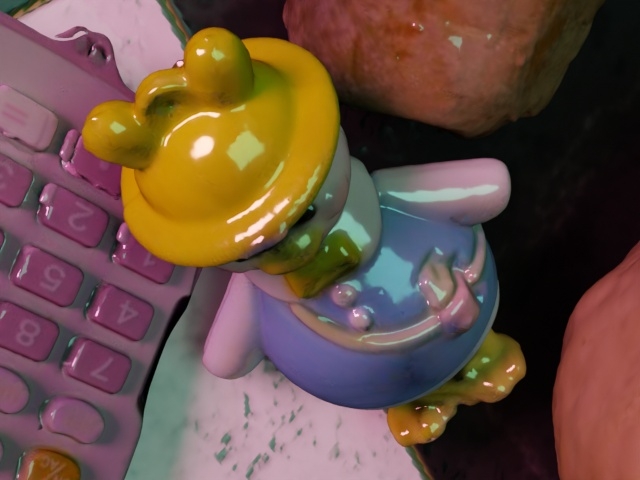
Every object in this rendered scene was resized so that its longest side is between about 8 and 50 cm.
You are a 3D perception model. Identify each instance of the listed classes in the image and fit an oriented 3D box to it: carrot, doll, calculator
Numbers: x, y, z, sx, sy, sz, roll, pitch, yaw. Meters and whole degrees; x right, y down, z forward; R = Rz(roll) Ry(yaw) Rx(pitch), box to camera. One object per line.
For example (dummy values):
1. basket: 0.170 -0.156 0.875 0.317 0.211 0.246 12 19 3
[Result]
1. carrot: 0.069 -0.195 0.483 0.139 0.139 0.301 10 92 -26
2. doll: 0.000 0.001 0.462 0.241 0.135 0.098 43 51 -46
3. calculator: -0.149 0.049 0.432 0.194 0.043 0.294 32 76 -37

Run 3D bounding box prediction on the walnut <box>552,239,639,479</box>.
1. walnut: 0.297 0.080 0.520 0.381 0.381 0.381 -1 93 -26
